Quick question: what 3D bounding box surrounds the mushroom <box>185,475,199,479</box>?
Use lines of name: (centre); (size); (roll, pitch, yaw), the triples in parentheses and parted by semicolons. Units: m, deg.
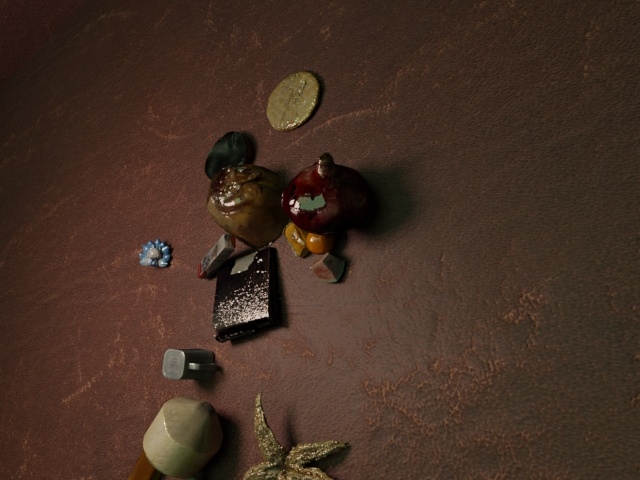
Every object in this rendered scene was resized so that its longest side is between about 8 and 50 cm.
mushroom: (-0.367, 0.744, 1.542); (0.204, 0.204, 0.204); (-13, 66, 31)

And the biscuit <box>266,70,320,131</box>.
biscuit: (-0.092, -0.461, 1.866); (0.220, 0.033, 0.219); (-13, 67, 32)

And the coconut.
coconut: (-0.380, 0.548, 1.602); (0.222, 0.202, 0.202); (-53, 52, 14)

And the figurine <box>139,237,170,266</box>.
figurine: (-0.582, 0.041, 2.001); (0.114, 0.079, 0.114); (-2, 78, 8)

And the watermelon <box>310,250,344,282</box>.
watermelon: (0.018, 0.076, 1.572); (0.084, 0.072, 0.092); (-47, 56, 34)

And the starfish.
starfish: (-0.059, 0.567, 1.440); (0.294, 0.084, 0.301); (5, 80, 32)

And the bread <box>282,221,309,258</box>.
bread: (-0.065, -0.007, 1.670); (0.072, 0.053, 0.106); (-42, 60, 20)

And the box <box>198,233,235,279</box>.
box: (-0.330, 0.054, 1.789); (0.218, 0.040, 0.055); (-44, 43, 44)

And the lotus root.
lotus root: (-0.234, -0.125, 1.762); (0.272, 0.192, 0.272); (-16, 58, 28)

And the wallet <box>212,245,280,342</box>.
wallet: (-0.227, 0.162, 1.718); (0.221, 0.071, 0.262); (-22, 55, 28)

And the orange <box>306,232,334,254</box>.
orange: (0.000, 0.001, 1.603); (0.084, 0.083, 0.083); (-13, 66, 31)

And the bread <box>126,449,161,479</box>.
bread: (-0.548, 0.739, 1.745); (0.088, 0.049, 0.226); (33, 95, 38)

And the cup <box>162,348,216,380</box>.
cup: (-0.388, 0.378, 1.715); (0.128, 0.129, 0.095); (0, 81, 32)

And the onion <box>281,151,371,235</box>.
onion: (0.015, -0.132, 1.536); (0.252, 0.252, 0.219); (18, 126, 38)

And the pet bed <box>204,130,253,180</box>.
pet bed: (-0.315, -0.283, 1.947); (0.201, 0.053, 0.201); (-13, 67, 33)
